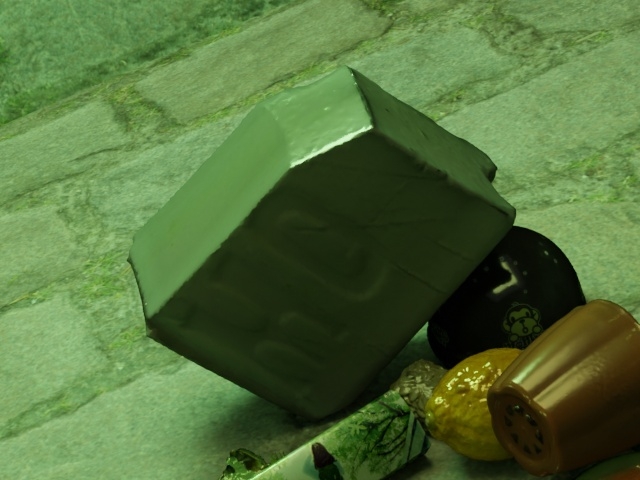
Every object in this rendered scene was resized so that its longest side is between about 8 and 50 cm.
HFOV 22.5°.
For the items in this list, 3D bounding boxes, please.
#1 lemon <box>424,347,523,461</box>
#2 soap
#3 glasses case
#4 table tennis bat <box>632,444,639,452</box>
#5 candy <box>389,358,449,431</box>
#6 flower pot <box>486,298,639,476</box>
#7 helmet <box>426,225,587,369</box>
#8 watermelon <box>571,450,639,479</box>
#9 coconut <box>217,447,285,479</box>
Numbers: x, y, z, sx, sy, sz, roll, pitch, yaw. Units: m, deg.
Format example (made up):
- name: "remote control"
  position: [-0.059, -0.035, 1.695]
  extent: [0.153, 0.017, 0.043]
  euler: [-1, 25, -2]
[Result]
- name: "lemon"
  position: [0.217, 0.211, 2.043]
  extent: [0.187, 0.142, 0.142]
  euler: [-15, 26, -20]
- name: "soap"
  position: [0.000, 0.000, 2.190]
  extent: [0.435, 0.350, 0.213]
  euler: [-47, 24, 19]
- name: "glasses case"
  position: [0.007, 0.298, 2.052]
  extent: [0.272, 0.062, 0.095]
  euler: [-31, 76, -21]
- name: "table tennis bat"
  position: [0.425, 0.170, 2.030]
  extent: [0.329, 0.044, 0.215]
  euler: [4, 63, 49]
- name: "candy"
  position: [0.153, 0.211, 2.158]
  extent: [0.110, 0.085, 0.095]
  euler: [25, 58, 37]
- name: "flower pot"
  position: [0.300, 0.189, 1.915]
  extent: [0.173, 0.190, 0.190]
  euler: [-28, 30, -25]
- name: "helmet"
  position: [0.255, 0.073, 2.250]
  extent: [0.230, 0.160, 0.279]
  euler: [-18, 27, -3]
- name: "watermelon"
  position: [0.355, 0.312, 1.881]
  extent: [0.245, 0.063, 0.119]
  euler: [-21, 36, -26]
- name: "coconut"
  position: [-0.090, 0.328, 2.105]
  extent: [0.158, 0.055, 0.133]
  euler: [-22, 28, -9]
